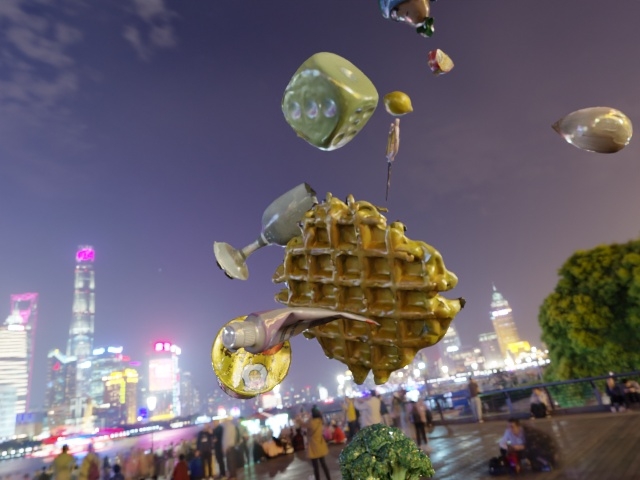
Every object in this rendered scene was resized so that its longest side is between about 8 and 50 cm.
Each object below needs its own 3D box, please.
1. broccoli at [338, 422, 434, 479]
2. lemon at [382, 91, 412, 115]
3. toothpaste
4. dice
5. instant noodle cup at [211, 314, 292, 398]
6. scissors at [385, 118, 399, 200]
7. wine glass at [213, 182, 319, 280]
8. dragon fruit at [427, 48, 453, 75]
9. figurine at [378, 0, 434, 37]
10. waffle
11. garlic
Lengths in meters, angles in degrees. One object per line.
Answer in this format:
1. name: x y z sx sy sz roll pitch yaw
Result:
1. broccoli: 0.183 0.635 1.131 0.269 0.270 0.270 -6 -41 -6
2. lemon: 0.215 -0.377 1.159 0.092 0.065 0.065 21 -29 -14
3. toothpaste: -0.017 0.121 0.597 0.075 0.048 0.301 -26 -19 32
4. dice: 0.032 -0.492 1.492 0.254 0.252 0.250 -32 -15 -52
5. instant noodle cup: -0.169 0.288 0.990 0.182 0.182 0.144 -1 -32 -19
6. scissors: 0.281 -0.316 1.676 0.024 0.318 0.160 6 2 -4
7. wine glass: -0.132 -0.024 1.132 0.321 0.144 0.143 -35 -28 15
8. dragon fruit: 0.369 -0.551 1.318 0.083 0.060 0.056 23 -12 -35
9. figurine: 0.209 -0.488 0.838 0.178 0.145 0.114 -26 13 12
10. waffle: 0.071 0.107 0.871 0.095 0.379 0.382 -31 -23 -54
11. garlic: 0.786 -0.324 1.201 0.206 0.128 0.115 18 -39 17
